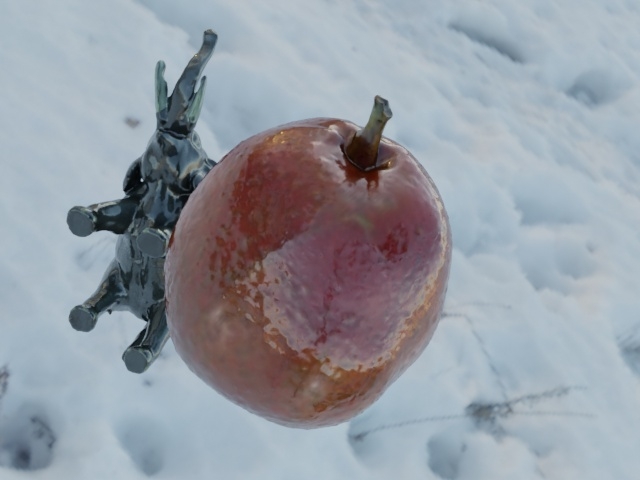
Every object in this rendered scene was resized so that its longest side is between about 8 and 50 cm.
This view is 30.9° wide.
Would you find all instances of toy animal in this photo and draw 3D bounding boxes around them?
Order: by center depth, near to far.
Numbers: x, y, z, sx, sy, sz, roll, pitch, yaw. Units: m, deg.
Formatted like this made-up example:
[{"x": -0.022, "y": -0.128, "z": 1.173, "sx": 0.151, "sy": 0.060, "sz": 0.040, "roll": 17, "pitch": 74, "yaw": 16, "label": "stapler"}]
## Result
[{"x": -0.131, "y": -0.024, "z": 0.905, "sx": 0.082, "sy": 0.269, "sz": 0.137, "roll": 17, "pitch": 24, "yaw": 11, "label": "toy animal"}]

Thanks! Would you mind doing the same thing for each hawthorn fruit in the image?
[{"x": 0.000, "y": 0.000, "z": 0.758, "sx": 0.197, "sy": 0.225, "sz": 0.196, "roll": 18, "pitch": 31, "yaw": -12, "label": "hawthorn fruit"}]
